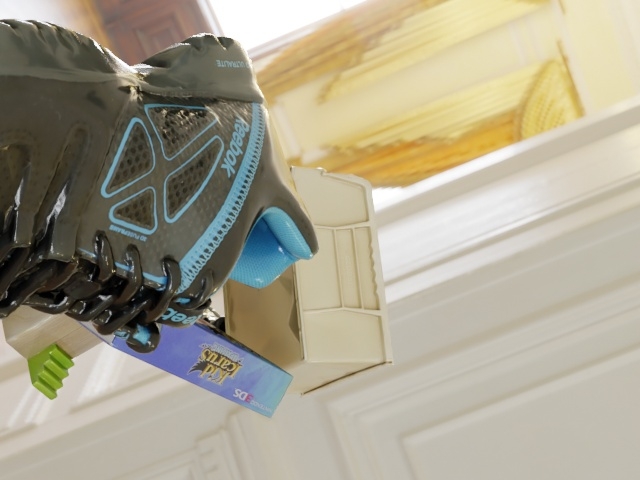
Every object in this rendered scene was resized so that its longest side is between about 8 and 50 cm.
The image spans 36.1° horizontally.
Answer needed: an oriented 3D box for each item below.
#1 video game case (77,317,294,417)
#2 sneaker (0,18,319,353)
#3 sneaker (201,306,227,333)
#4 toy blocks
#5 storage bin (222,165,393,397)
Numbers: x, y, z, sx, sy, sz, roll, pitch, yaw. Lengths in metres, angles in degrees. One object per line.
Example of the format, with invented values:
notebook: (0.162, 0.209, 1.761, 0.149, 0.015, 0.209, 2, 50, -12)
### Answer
video game case: (-0.194, 0.088, 1.100, 0.244, 0.061, 0.269, 27, -7, 41)
sneaker: (-0.105, -0.014, 0.447, 0.341, 0.125, 0.139, -25, 85, -57)
sneaker: (-0.170, 0.127, 1.472, 0.229, 0.086, 0.132, 35, -25, 12)
toy blocks: (-0.344, 0.008, 1.446, 0.190, 0.261, 0.381, 58, 3, -46)
storage bin: (-0.031, 0.065, 1.328, 0.262, 0.123, 0.260, 145, -57, -60)
